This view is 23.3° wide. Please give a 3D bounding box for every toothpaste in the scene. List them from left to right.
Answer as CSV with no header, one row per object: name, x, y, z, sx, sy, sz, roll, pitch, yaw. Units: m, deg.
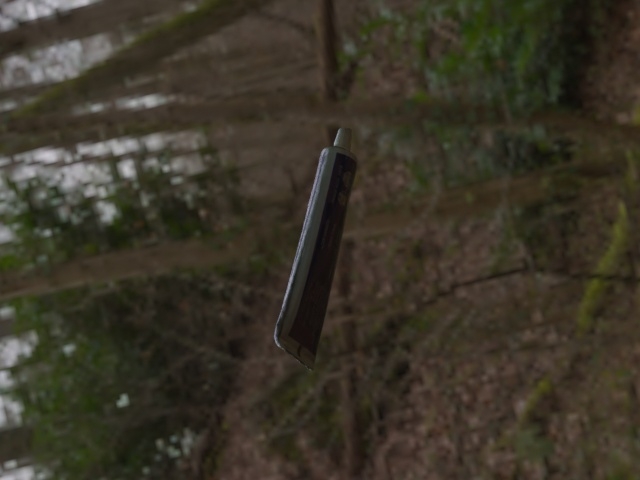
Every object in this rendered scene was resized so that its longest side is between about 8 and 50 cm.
toothpaste,0.000,0.000,0.836,0.037,0.021,0.140,39,-125,-46
